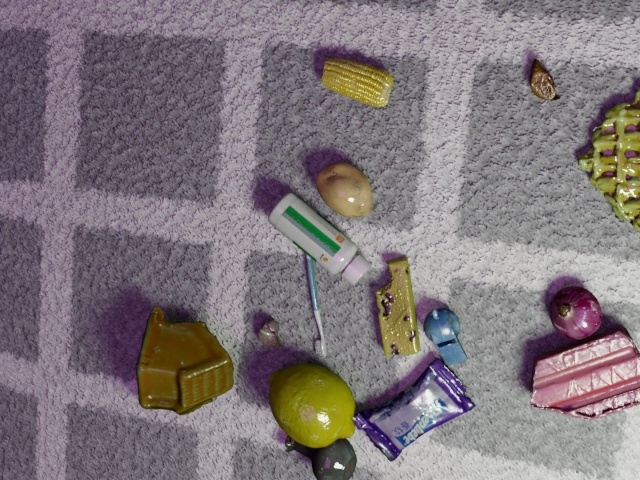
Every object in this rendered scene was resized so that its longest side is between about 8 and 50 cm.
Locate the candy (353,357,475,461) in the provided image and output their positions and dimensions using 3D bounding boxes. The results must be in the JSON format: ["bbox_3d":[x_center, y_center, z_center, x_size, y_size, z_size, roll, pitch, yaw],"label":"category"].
[{"bbox_3d":[0.217,0.400,1.697,0.275,0.070,0.145,-39,92,15],"label":"candy"}]

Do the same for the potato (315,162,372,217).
[{"bbox_3d":[0.054,-0.112,1.655,0.147,0.112,0.112,41,107,15],"label":"potato"}]

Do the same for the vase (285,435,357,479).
[{"bbox_3d":[-0.005,0.519,1.765,0.183,0.120,0.120,17,103,28],"label":"vase"}]

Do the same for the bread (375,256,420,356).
[{"bbox_3d":[0.176,0.155,1.683,0.088,0.049,0.226,-8,95,18],"label":"bread"}]

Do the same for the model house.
[{"bbox_3d":[-0.332,0.329,1.824,0.239,0.173,0.268,9,132,3],"label":"model house"}]

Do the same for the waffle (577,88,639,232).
[{"bbox_3d":[0.703,-0.159,1.463,0.297,0.073,0.317,-44,84,18],"label":"waffle"}]

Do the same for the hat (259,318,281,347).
[{"bbox_3d":[-0.122,0.227,1.795,0.058,0.042,0.087,3,132,24],"label":"hat"}]

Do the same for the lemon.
[{"bbox_3d":[-0.025,0.381,1.708,0.248,0.184,0.184,31,106,21],"label":"lemon"}]

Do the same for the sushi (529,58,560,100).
[{"bbox_3d":[0.467,-0.334,1.527,0.050,0.047,0.099,-17,110,30],"label":"sushi"}]

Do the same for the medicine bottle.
[{"bbox_3d":[0.000,0.000,1.692,0.260,0.095,0.095,40,107,10],"label":"medicine bottle"}]

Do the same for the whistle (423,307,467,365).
[{"bbox_3d":[0.282,0.207,1.651,0.090,0.090,0.158,-16,132,19],"label":"whistle"}]

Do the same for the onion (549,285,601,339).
[{"bbox_3d":[0.548,0.155,1.550,0.105,0.115,0.115,12,106,-30],"label":"onion"}]

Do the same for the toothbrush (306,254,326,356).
[{"bbox_3d":[-0.015,0.148,1.757,0.025,0.019,0.275,-5,97,26],"label":"toothbrush"}]

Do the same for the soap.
[{"bbox_3d":[0.567,0.296,1.557,0.250,0.099,0.162,-23,91,18],"label":"soap"}]

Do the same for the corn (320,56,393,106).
[{"bbox_3d":[0.081,-0.359,1.633,0.165,0.063,0.085,20,127,16],"label":"corn"}]
